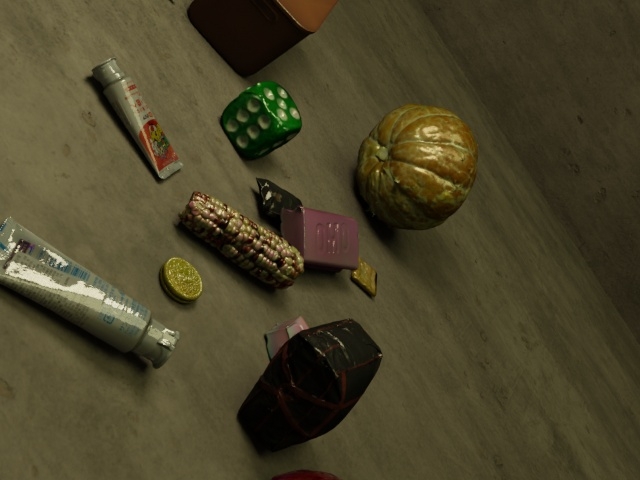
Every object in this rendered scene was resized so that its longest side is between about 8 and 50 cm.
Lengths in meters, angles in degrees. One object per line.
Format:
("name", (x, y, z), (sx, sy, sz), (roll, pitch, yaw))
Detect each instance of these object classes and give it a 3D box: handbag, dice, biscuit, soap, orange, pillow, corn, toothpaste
("handbag", (-0.018, 0.239, 1.376), (0.155, 0.215, 0.169), (44, 23, 16))
("dice", (-0.128, -0.261, 1.796), (0.131, 0.128, 0.120), (59, 30, 3))
("biscuit", (-0.237, 0.067, 1.411), (0.084, 0.023, 0.084), (36, 34, -30))
("soap", (-0.039, 0.215, 1.532), (0.149, 0.056, 0.100), (59, 26, 3))
("orange", (0.239, -0.187, 2.084), (0.249, 0.329, 0.329), (15, 49, -40))
("pillow", (-0.081, -0.073, 1.763), (0.150, 0.048, 0.091), (28, 52, -47))
("biscuit", (0.101, 0.081, 1.918), (0.081, 0.018, 0.083), (41, 32, -25))
("corn", (-0.146, 0.002, 1.557), (0.280, 0.092, 0.092), (34, 36, -29))
("toothpaste", (-0.343, 0.083, 1.198), (0.299, 0.073, 0.114), (36, 35, -20))
("soap", (0.000, 0.000, 1.760), (0.203, 0.065, 0.122), (9, 77, -52))
("toothpaste", (-0.337, -0.223, 1.529), (0.234, 0.057, 0.089), (60, 27, -11))

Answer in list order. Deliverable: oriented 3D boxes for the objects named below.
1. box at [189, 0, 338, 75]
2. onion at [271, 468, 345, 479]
("box", (-0.125, -0.587, 1.977), (0.239, 0.229, 0.339), (47, 39, -18))
("onion", (-0.009, 0.452, 1.279), (0.283, 0.120, 0.227), (26, 36, -42))
